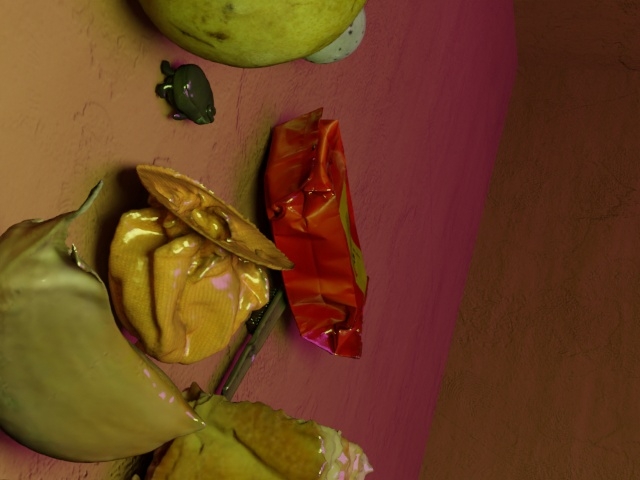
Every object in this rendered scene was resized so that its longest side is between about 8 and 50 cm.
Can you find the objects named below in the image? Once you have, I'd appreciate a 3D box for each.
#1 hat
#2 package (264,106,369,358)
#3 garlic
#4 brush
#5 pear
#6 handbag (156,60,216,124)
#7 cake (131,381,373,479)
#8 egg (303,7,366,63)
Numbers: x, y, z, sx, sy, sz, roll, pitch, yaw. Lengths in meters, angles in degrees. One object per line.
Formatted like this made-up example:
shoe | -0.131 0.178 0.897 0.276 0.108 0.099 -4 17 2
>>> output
hat | -0.188 0.060 1.166 0.233 0.244 0.233 30 99 -39
package | 0.000 -0.001 1.599 0.424 0.123 0.196 76 14 -46
garlic | -0.237 0.073 0.924 0.151 0.196 0.338 -85 166 -49
brush | -0.108 0.157 1.534 0.248 0.036 0.043 -61 151 -46
pear | -0.071 -0.340 1.104 0.304 0.303 0.304 7 90 -70
handbag | -0.163 -0.181 1.247 0.111 0.047 0.072 50 45 -64
cake | -0.098 0.370 1.273 0.307 0.293 0.314 54 51 -70
egg | 0.000 -0.343 1.534 0.164 0.131 0.131 -18 113 -60
